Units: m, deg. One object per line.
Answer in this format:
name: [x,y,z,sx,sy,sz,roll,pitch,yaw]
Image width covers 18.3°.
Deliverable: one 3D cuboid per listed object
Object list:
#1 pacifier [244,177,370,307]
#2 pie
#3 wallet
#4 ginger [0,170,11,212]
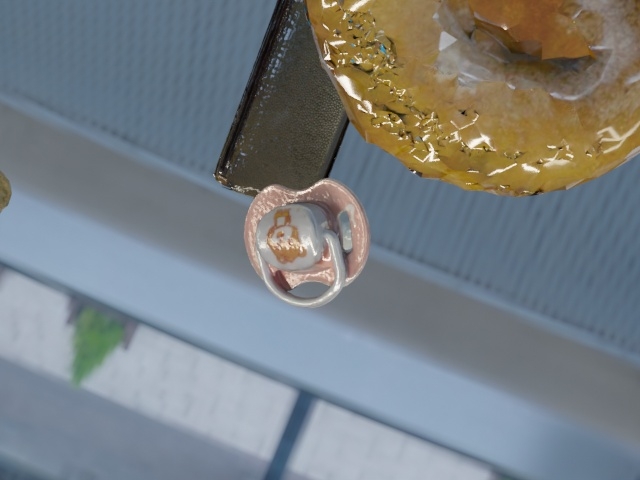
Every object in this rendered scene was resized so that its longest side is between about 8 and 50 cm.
pacifier: [0.000,0.000,1.281,0.099,0.081,0.078,-4,-174,35]
pie: [0.105,-0.155,0.971,0.273,0.273,0.069,32,173,-20]
wallet: [-0.014,-0.124,1.685,0.110,0.198,0.031,18,-175,-39]
ginger: [-0.397,-0.040,1.825,0.216,0.157,0.102,-23,157,-6]
